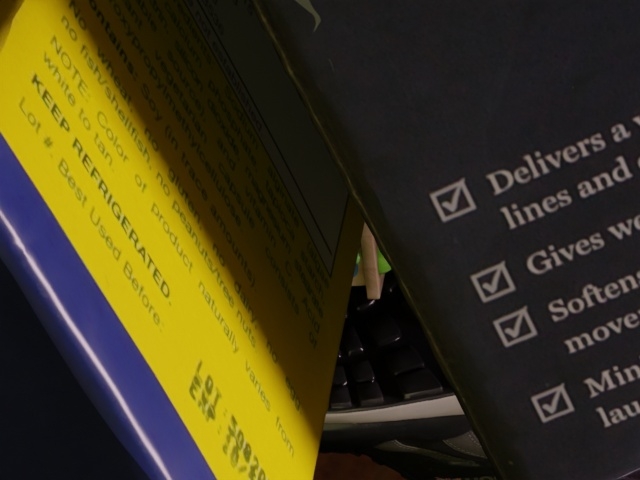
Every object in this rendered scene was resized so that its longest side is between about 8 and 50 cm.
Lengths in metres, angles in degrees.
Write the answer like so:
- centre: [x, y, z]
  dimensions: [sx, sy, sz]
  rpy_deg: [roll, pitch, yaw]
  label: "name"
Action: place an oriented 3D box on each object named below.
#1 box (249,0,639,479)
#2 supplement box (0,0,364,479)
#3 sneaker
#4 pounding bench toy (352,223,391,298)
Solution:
- centre: [0.105, -0.166, 0.597]
  dimensions: [0.293, 0.212, 0.395]
  rpy_deg: [-24, 119, 7]
  label: "box"
- centre: [-0.113, -0.021, 0.676]
  dimensions: [0.195, 0.356, 0.194]
  rpy_deg: [-17, 119, 20]
  label: "supplement box"
- centre: [0.048, 0.082, 0.880]
  dimensions: [0.283, 0.107, 0.124]
  rpy_deg: [2, 130, 8]
  label: "sneaker"
- centre: [0.000, 0.000, 0.840]
  dimensions: [0.065, 0.083, 0.052]
  rpy_deg: [0, 124, 10]
  label: "pounding bench toy"
